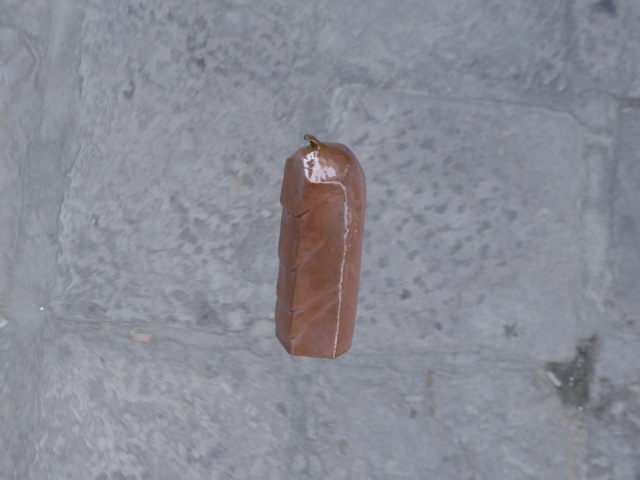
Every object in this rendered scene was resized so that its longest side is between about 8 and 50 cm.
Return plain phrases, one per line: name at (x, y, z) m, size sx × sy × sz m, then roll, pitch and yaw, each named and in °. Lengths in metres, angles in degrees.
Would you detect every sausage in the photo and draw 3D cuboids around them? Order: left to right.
sausage at (0.000, 0.000, 0.682) m, size 0.065 × 0.065 × 0.169 m, roll -3°, pitch 115°, yaw -17°
